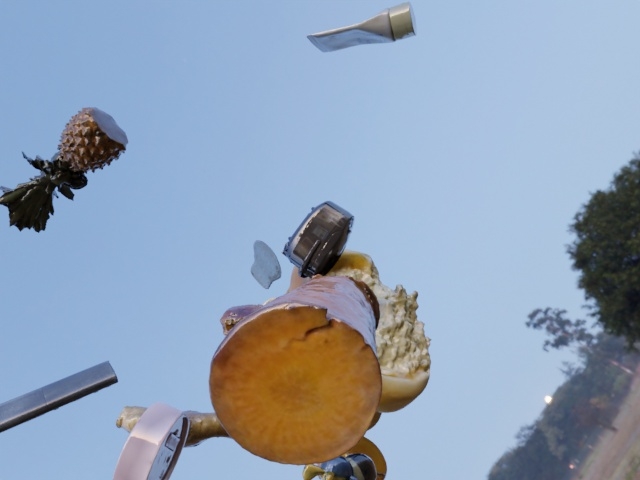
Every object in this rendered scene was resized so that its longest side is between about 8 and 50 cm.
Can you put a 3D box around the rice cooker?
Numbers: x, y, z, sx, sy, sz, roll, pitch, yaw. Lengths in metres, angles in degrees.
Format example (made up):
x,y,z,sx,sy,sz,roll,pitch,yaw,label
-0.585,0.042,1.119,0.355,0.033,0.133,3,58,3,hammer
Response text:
x,y,z,sx,sy,sz,roll,pitch,yaw,label
0.000,0.000,1.084,0.165,0.106,0.112,-49,-13,0,rice cooker

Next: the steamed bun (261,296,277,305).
x,y,z,sx,sy,sz,roll,pitch,yaw,label
-0.152,0.347,2.045,0.155,0.250,0.200,-39,-4,-21,steamed bun

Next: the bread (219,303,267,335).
x,y,z,sx,sy,sz,roll,pitch,yaw,label
-0.161,0.226,1.592,0.139,0.271,0.077,-51,-48,-81,bread

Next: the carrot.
x,y,z,sx,sy,sz,roll,pitch,yaw,label
-0.014,0.129,0.678,0.254,0.196,0.196,-63,-5,-76,carrot

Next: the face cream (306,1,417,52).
x,y,z,sx,sy,sz,roll,pitch,yaw,label
0.092,-0.448,1.150,0.114,0.224,0.070,-1,-97,-69,face cream

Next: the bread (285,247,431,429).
x,y,z,sx,sy,sz,roll,pitch,yaw,label
0.075,0.214,1.261,0.329,0.424,0.245,-9,-34,-28,bread

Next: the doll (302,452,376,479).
x,y,z,sx,sy,sz,roll,pitch,yaw,label
0.041,0.419,0.930,0.179,0.102,0.089,21,-100,-45,doll

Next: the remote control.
x,y,z,sx,sy,sz,roll,pitch,yaw,label
-0.700,0.401,1.309,0.377,0.107,0.044,-20,-62,-30,remote control

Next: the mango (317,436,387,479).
x,y,z,sx,sy,sz,roll,pitch,yaw,label
0.084,0.571,1.351,0.154,0.126,0.252,-23,-44,17,mango

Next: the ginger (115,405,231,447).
x,y,z,sx,sy,sz,roll,pitch,yaw,label
-0.334,0.502,1.417,0.363,0.122,0.348,-6,-23,0,ginger

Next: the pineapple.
x,y,z,sx,sy,sz,roll,pitch,yaw,label
-0.500,-0.135,1.029,0.277,0.119,0.130,-37,2,10,pineapple

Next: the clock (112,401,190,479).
x,y,z,sx,sy,sz,roll,pitch,yaw,label
-0.341,0.435,1.084,0.197,0.068,0.197,18,-90,-84,clock

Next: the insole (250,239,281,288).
x,y,z,sx,sy,sz,roll,pitch,yaw,label
-0.149,0.071,1.400,0.007,0.109,0.322,-38,-6,-21,insole
